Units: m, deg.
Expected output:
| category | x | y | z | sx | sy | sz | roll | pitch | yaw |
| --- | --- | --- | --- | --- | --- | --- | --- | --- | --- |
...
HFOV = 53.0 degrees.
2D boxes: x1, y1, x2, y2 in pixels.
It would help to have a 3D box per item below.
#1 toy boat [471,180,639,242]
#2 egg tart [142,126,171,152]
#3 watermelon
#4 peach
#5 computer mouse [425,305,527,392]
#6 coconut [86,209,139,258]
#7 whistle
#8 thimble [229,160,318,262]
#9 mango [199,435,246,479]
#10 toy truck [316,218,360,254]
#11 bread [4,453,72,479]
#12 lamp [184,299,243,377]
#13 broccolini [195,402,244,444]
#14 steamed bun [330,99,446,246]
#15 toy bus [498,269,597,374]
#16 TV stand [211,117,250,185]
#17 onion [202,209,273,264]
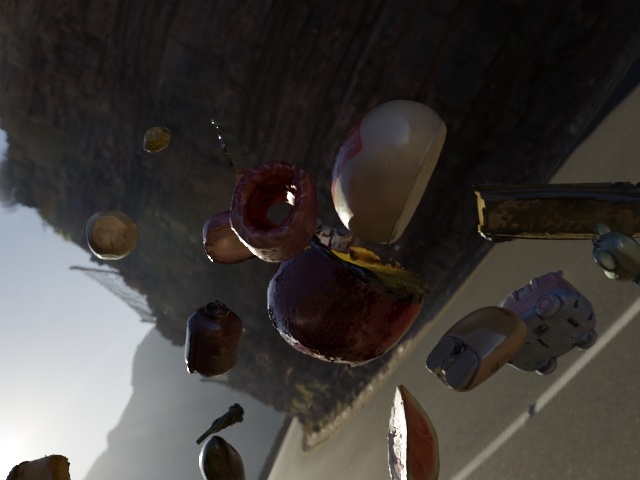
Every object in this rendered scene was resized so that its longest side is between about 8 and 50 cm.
| category | x | y | z | sx | sy | sz | roll | pitch | yaw |
| --- | --- | --- | --- | --- | --- | --- | --- | --- | --- |
| toy boat | 0.524 | -0.059 | 1.326 | 0.162 | 0.445 | 0.136 | -19 | -75 | -46 |
| egg tart | -0.530 | -0.331 | 2.063 | 0.039 | 0.105 | 0.105 | 74 | -143 | -57 |
| watermelon | 0.237 | 0.581 | 1.796 | 0.128 | 0.159 | 0.304 | -30 | 36 | 29 |
| peach | 0.071 | 0.144 | 1.638 | 0.416 | 0.338 | 0.354 | -28 | 63 | 45 |
| computer mouse | 0.349 | 0.233 | 1.428 | 0.236 | 0.145 | 0.082 | -35 | -53 | -13 |
| coconut | -0.655 | -0.016 | 2.027 | 0.161 | 0.160 | 0.162 | -64 | 7 | -8 |
| whistle | 0.551 | 0.058 | 1.081 | 0.077 | 0.235 | 0.114 | -54 | 8 | 44 |
| thimble | -0.092 | -0.057 | 1.299 | 0.125 | 0.162 | 0.190 | 64 | -136 | -67 |
| mango | -0.267 | 0.607 | 1.733 | 0.268 | 0.110 | 0.133 | 80 | 177 | -48 |
| toy truck | 0.000 | 0.000 | 2.325 | 0.114 | 0.270 | 0.135 | 50 | -125 | -68 |
| bread | -0.692 | 0.673 | 1.603 | 0.147 | 0.160 | 0.261 | 123 | 132 | -72 |
| lamp | -0.328 | 0.301 | 1.939 | 0.180 | 0.180 | 0.258 | -61 | -16 | -59 |
| broccolini | -0.358 | 0.641 | 2.262 | 0.202 | 0.068 | 0.091 | -20 | -28 | -35 |
| steamed bun | 0.158 | -0.187 | 1.644 | 0.375 | 0.241 | 0.374 | -60 | -9 | -16 |
| toy bus | 0.632 | 0.223 | 1.859 | 0.294 | 0.197 | 0.232 | -44 | 23 | 26 |
| TV stand | -0.207 | -0.212 | 1.467 | 0.249 | 0.036 | 0.042 | -117 | 27 | -43 |
| onion | -0.255 | -0.025 | 2.167 | 0.227 | 0.283 | 0.120 | 101 | 164 | -53 |
